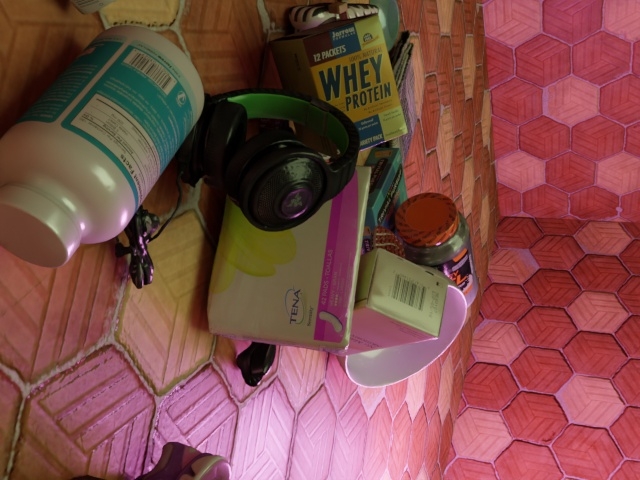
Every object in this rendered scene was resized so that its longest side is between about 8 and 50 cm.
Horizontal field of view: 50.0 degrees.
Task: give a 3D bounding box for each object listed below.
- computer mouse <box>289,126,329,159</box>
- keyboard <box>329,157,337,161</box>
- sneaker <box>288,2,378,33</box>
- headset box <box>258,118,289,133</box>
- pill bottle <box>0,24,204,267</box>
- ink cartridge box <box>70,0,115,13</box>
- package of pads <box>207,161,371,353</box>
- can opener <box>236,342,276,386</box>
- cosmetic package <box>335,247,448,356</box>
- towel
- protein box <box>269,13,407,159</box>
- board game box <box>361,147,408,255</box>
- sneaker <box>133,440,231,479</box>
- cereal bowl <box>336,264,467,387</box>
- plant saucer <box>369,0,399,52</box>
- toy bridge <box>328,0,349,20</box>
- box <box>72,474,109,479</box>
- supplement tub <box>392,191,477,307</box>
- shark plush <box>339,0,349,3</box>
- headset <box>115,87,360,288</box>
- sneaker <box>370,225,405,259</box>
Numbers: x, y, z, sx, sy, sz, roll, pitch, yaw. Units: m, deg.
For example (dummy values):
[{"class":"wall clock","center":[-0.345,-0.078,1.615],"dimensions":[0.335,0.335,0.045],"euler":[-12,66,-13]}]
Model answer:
[{"class":"computer mouse","center":[-0.027,-0.181,1.353],"dimensions":[0.193,0.042,0.106],"euler":[-30,116,-57]},{"class":"keyboard","center":[0.029,-0.264,1.495],"dimensions":[0.108,0.023,0.180],"euler":[-44,133,-58]},{"class":"sneaker","center":[0.025,-0.393,1.386],"dimensions":[0.281,0.106,0.163],"euler":[-29,126,-51]},{"class":"headset box","center":[-0.082,-0.192,1.227],"dimensions":[0.062,0.032,0.083],"euler":[-31,124,-63]},{"class":"pill bottle","center":[-0.238,-0.099,0.723],"dimensions":[0.146,0.146,0.264],"euler":[71,33,-43]},{"class":"ink cartridge box","center":[-0.279,-0.388,0.729],"dimensions":[0.181,0.056,0.225],"euler":[50,30,-59]},{"class":"package of pads","center":[-0.051,0.017,1.084],"dimensions":[0.101,0.229,0.297],"euler":[83,14,-80]},{"class":"can opener","center":[-0.098,0.180,1.223],"dimensions":[0.186,0.073,0.059],"euler":[-73,147,-50]},{"class":"cosmetic package","center":[0.071,0.123,1.255],"dimensions":[0.160,0.309,0.113],"euler":[25,64,-22]},{"class":"towel","center":[0.220,-0.356,1.861],"dimensions":[0.324,0.056,0.312],"euler":[77,28,-45]},{"class":"protein box","center":[0.027,-0.265,1.175],"dimensions":[0.201,0.135,0.200],"euler":[-143,-146,-67]},{"class":"board game box","center":[0.163,-0.031,1.779],"dimensions":[0.254,0.079,0.336],"euler":[-63,148,-43]},{"class":"sneaker","center":[-0.224,0.371,0.915],"dimensions":[0.236,0.104,0.095],"euler":[-56,150,-12]},{"class":"cereal bowl","center":[0.172,0.184,1.626],"dimensions":[0.141,0.338,0.339],"euler":[55,-6,41]},{"class":"plant saucer","center":[0.172,-0.569,1.766],"dimensions":[0.195,0.037,0.195],"euler":[4,90,-68]},{"class":"toy bridge","center":[0.045,-0.365,1.305],"dimensions":[0.063,0.026,0.188],"euler":[-42,138,-46]},{"class":"box","center":[-0.253,0.389,0.739],"dimensions":[0.167,0.168,0.203],"euler":[7,87,-67]},{"class":"supplement tub","center":[0.291,0.038,1.743],"dimensions":[0.316,0.193,0.194],"euler":[67,35,-46]},{"class":"shark plush","center":[0.038,-0.553,1.470],"dimensions":[0.161,0.073,0.067],"euler":[-8,82,-46]},{"class":"headset","center":[-0.113,-0.087,0.958],"dimensions":[0.394,0.243,0.185],"euler":[-37,148,-43]},{"class":"sneaker","center":[0.118,0.074,1.434],"dimensions":[0.088,0.092,0.225],"euler":[22,61,-38]}]
